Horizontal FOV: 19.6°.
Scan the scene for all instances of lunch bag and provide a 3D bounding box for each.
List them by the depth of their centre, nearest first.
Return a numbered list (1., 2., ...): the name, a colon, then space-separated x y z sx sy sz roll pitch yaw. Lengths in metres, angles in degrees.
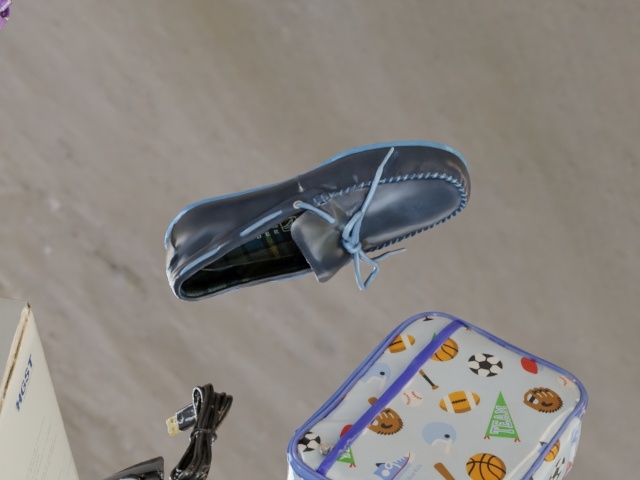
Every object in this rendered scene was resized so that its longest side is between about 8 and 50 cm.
1. lunch bag: 0.108 0.209 1.849 0.243 0.303 0.115 28 135 22

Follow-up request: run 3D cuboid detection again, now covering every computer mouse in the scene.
1. computer mouse: -0.195 0.241 1.898 0.060 0.184 0.262 41 123 -14

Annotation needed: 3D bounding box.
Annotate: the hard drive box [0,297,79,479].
1. hard drive box: -0.193 0.165 0.960 0.089 0.181 0.232 5 141 7

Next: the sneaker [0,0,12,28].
1. sneaker: -0.354 -0.213 1.780 0.104 0.236 0.095 11 169 9

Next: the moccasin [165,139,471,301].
1. moccasin: 0.000 0.000 1.958 0.342 0.117 0.138 -19 129 19
